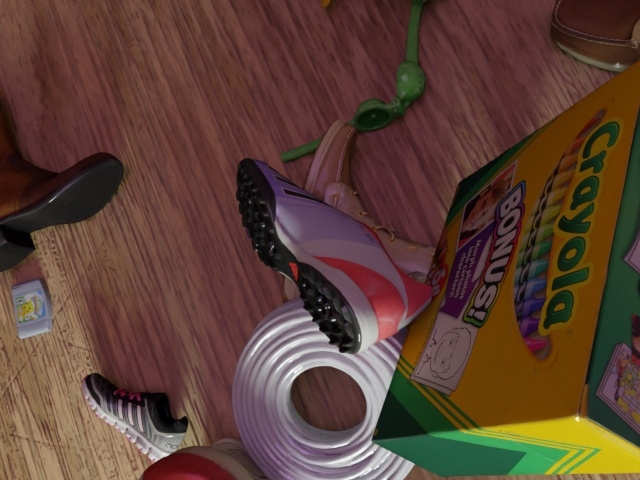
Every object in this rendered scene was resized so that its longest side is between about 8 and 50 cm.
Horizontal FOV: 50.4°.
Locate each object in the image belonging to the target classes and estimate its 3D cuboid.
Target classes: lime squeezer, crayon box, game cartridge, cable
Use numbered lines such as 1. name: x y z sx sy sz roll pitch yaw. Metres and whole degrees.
1. lime squeezer: 0.075 -0.208 0.951 0.110 0.059 0.310 40 91 14
2. crayon box: 0.215 0.042 0.682 0.106 0.313 0.363 29 62 -11
3. game cartridge: -0.431 0.100 1.020 0.056 0.017 0.083 -16 78 4
4. cable: 0.010 0.197 0.843 0.257 0.089 0.257 23 101 10

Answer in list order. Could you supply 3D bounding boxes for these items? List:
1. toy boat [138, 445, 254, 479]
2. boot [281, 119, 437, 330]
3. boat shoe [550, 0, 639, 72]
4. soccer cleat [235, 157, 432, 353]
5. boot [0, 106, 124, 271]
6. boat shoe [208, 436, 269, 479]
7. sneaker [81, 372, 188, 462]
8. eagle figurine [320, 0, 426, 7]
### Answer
1. toy boat: -0.133 0.352 0.761 0.231 0.151 0.151 51 127 14
2. boot: 0.072 -0.017 0.897 0.203 0.095 0.262 13 87 14
3. boat shoe: 0.458 -0.279 0.844 0.324 0.120 0.122 13 81 21
4. soccer cleat: 0.000 0.000 0.814 0.116 0.108 0.318 -20 46 -24
5. boot: -0.459 -0.131 1.046 0.264 0.096 0.280 -37 68 11
6. boat shoe: -0.054 0.363 0.858 0.277 0.096 0.098 35 89 15
7. sneaker: -0.251 0.229 0.939 0.170 0.063 0.075 37 89 10
8. eagle figurine: 0.031 -0.432 0.930 0.298 0.225 0.226 9 57 24
